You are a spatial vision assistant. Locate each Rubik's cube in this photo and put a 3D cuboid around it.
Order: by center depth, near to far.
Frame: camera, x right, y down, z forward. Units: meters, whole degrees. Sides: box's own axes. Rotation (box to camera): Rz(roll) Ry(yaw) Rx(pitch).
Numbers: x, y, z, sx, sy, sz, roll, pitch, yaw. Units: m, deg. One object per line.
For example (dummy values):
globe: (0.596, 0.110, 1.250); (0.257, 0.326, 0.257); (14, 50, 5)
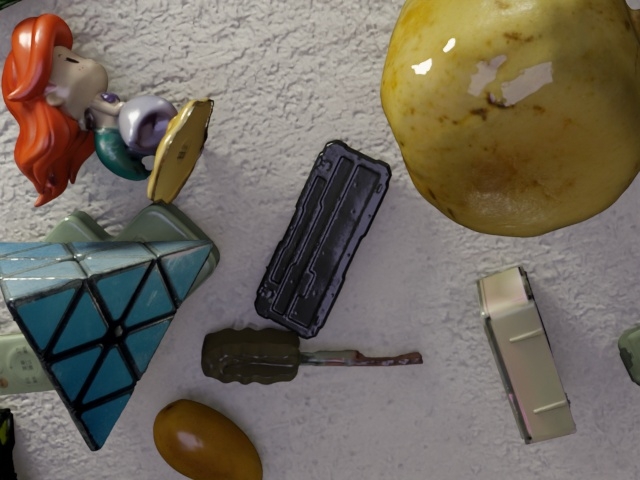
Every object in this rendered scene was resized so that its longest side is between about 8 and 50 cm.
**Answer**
Rubik's cube: (-0.300, 0.089, 1.308); (0.228, 0.233, 0.229); (30, 135, -24)

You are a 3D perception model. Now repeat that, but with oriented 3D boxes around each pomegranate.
pomegranate: (0.231, -0.170, 1.186); (0.333, 0.332, 0.332); (2, 105, 6)

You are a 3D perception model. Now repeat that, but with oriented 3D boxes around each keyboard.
keyboard: (0.000, 0.000, 1.394); (0.106, 0.016, 0.262); (26, 102, 8)

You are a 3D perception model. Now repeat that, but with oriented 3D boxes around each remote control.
remote control: (-0.410, 0.165, 1.439); (0.310, 0.038, 0.090); (-7, 109, 16)

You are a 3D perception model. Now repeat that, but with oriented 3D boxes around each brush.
brush: (-0.011, 0.162, 1.428); (0.301, 0.084, 0.071); (1, 106, -3)

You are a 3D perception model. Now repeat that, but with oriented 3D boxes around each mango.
mango: (-0.152, 0.295, 1.472); (0.184, 0.085, 0.102); (41, 106, -11)

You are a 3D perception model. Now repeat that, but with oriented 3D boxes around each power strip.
power strip: (-0.286, 0.047, 1.430); (0.193, 0.059, 0.265); (44, 106, -7)

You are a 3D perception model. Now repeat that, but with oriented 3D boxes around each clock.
clock: (0.262, 0.145, 1.352); (0.071, 0.147, 0.192); (-18, 103, 10)

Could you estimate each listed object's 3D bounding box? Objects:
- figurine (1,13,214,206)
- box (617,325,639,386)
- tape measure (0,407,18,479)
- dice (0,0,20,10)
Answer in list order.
figurine: (-0.289, -0.147, 1.323); (0.257, 0.181, 0.208); (25, 135, 6)
box: (0.482, 0.151, 1.349); (0.172, 0.124, 0.093); (-27, 111, 14)
tape measure: (-0.519, 0.336, 1.511); (0.186, 0.112, 0.199); (-8, 99, 1)
dice: (-0.443, -0.344, 1.308); (0.128, 0.120, 0.131); (-17, 104, 9)
